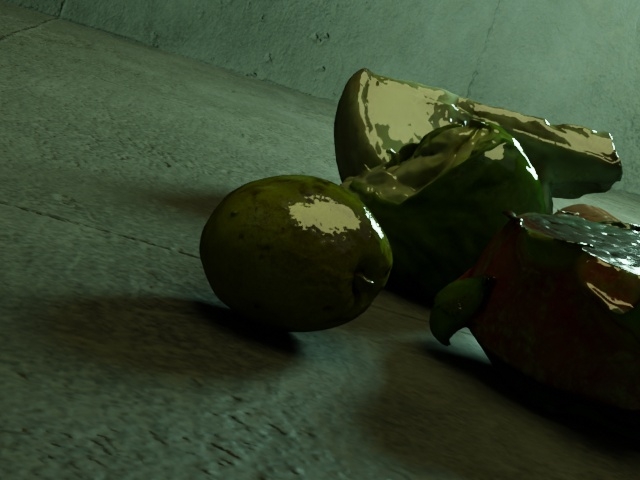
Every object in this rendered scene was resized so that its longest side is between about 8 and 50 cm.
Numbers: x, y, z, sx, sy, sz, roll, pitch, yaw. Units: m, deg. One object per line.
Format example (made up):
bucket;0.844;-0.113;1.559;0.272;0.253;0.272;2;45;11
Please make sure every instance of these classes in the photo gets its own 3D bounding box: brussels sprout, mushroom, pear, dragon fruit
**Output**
brussels sprout;0.109;-0.017;1.028;0.183;0.145;0.131;-19;15;33
mushroom;0.151;-0.035;1.263;0.292;0.212;0.217;4;-31;-10
pear;-0.018;0.008;0.773;0.131;0.107;0.107;15;7;38
dragon fruit;0.222;0.055;0.853;0.268;0.130;0.295;20;11;11

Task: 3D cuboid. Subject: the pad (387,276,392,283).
pad;0.000;0.000;1.119;0.127;0.004;0.190;17;11;-5

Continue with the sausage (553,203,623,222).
sausage;0.322;0.013;1.357;0.086;0.086;0.289;17;9;-4
